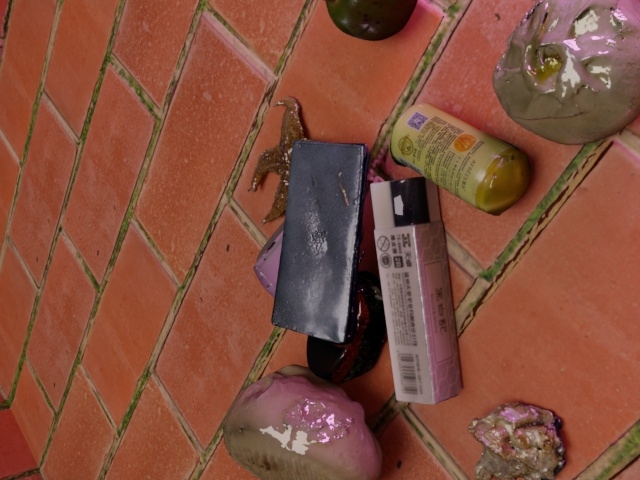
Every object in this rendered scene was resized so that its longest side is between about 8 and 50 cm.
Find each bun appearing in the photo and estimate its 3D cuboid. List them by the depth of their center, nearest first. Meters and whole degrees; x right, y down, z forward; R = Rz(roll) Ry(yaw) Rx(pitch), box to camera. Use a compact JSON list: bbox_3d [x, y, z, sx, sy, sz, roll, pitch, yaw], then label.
[{"bbox_3d":[0.361,-0.255,0.970,0.239,0.141,0.239,7,100,47],"label":"bun"},{"bbox_3d":[-0.023,0.401,1.374,0.362,0.234,0.326,-16,119,51],"label":"bun"}]

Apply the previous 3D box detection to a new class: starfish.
[{"bbox_3d":[-0.049,-0.148,1.447,0.302,0.060,0.299,22,109,39],"label":"starfish"}]

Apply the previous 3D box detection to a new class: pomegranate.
[{"bbox_3d":[0.068,-0.443,1.182,0.180,0.210,0.180,-4,86,58],"label":"pomegranate"}]

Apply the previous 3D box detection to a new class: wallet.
[{"bbox_3d":[0.000,0.000,1.290,0.191,0.046,0.379,10,96,38],"label":"wallet"}]

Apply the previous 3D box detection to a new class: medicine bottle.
[{"bbox_3d":[0.236,-0.136,1.130,0.239,0.124,0.124,36,120,34],"label":"medicine bottle"}]

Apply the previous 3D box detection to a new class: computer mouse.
[{"bbox_3d":[-0.026,0.012,1.425,0.158,0.072,0.310,48,128,9],"label":"computer mouse"}]

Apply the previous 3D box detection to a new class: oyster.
[{"bbox_3d":[0.324,0.363,1.150,0.163,0.081,0.191,33,122,31],"label":"oyster"}]

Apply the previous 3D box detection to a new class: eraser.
[{"bbox_3d":[0.174,0.088,1.239,0.098,0.096,0.404,-5,92,46],"label":"eraser"}]

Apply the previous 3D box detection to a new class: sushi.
[{"bbox_3d":[0.060,0.173,1.350,0.136,0.126,0.225,32,112,38],"label":"sushi"}]
